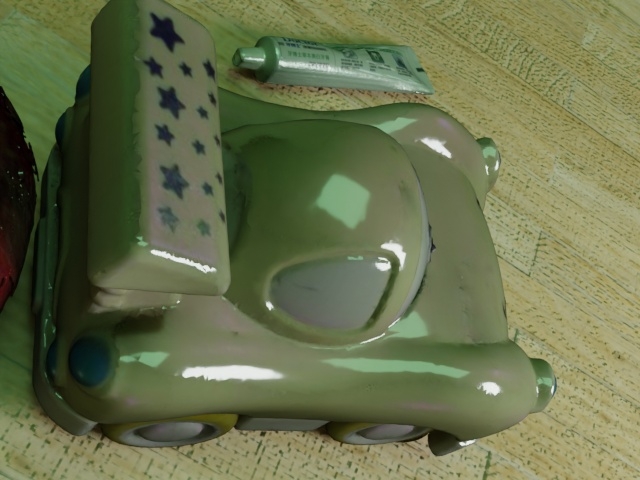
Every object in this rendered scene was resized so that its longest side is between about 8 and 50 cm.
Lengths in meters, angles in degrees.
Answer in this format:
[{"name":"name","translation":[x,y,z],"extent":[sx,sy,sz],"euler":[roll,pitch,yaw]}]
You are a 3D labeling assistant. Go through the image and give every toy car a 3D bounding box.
[{"name":"toy car","translation":[0.000,0.000,0.536],"extent":[0.335,0.226,0.242],"euler":[7,59,-25]}]

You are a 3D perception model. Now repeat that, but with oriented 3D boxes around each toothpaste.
[{"name":"toothpaste","translation":[0.016,-0.163,0.766],"extent":[0.218,0.041,0.064],"euler":[-5,60,-36]}]

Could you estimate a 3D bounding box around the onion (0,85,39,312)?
[{"name":"onion","translation":[-0.261,-0.035,0.411],"extent":[0.252,0.219,0.252],"euler":[17,60,-31]}]
